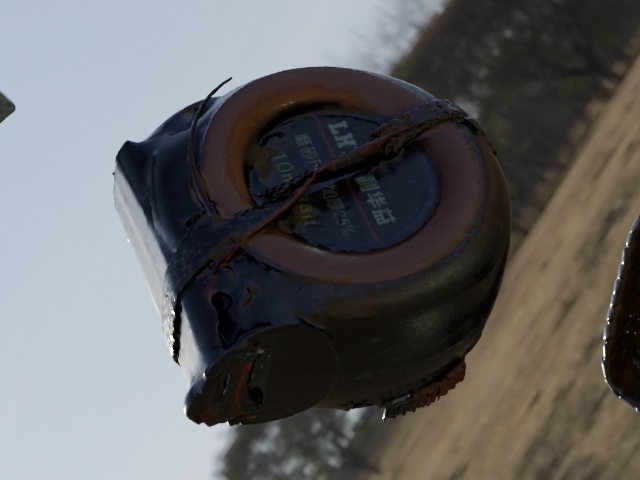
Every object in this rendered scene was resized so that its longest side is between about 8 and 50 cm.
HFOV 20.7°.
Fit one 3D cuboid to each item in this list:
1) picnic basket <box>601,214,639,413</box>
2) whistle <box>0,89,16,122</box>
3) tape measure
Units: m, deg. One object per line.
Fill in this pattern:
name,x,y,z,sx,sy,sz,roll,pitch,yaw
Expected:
picnic basket,0.281,0.061,1.358,0.055,0.110,0.193,-29,-38,-33
whistle,-0.343,-0.179,1.234,0.062,0.312,0.062,-33,28,21
tape measure,0.000,0.000,0.997,0.223,0.202,0.135,-13,-38,-18
